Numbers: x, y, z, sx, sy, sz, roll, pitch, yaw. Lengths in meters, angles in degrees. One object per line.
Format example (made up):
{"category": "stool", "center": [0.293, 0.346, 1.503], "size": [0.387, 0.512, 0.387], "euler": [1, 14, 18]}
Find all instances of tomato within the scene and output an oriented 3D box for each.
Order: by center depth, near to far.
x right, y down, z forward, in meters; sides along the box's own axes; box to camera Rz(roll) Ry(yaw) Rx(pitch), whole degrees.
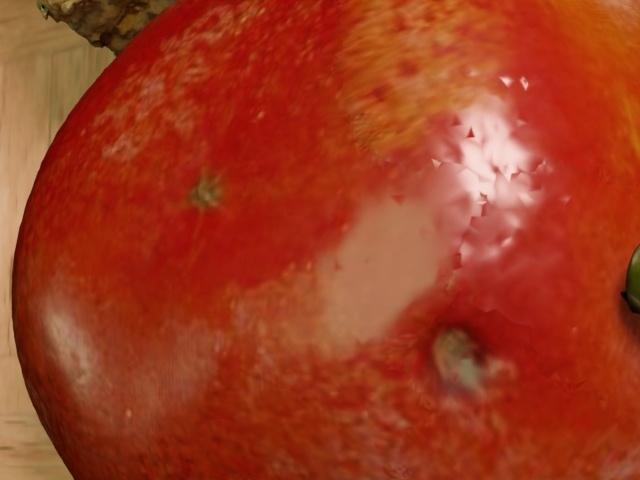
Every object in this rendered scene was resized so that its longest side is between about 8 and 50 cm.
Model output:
{"category": "tomato", "center": [-0.005, 0.003, 0.526], "size": [0.338, 0.144, 0.338], "euler": [-7, 76, 30]}

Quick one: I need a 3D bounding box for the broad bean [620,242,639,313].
{"category": "broad bean", "center": [0.219, -0.075, 0.398], "size": [0.292, 0.144, 0.049], "euler": [-59, 25, 23]}

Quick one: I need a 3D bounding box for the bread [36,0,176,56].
{"category": "bread", "center": [-0.063, -0.193, 0.621], "size": [0.196, 0.102, 0.138], "euler": [-37, 66, 20]}
